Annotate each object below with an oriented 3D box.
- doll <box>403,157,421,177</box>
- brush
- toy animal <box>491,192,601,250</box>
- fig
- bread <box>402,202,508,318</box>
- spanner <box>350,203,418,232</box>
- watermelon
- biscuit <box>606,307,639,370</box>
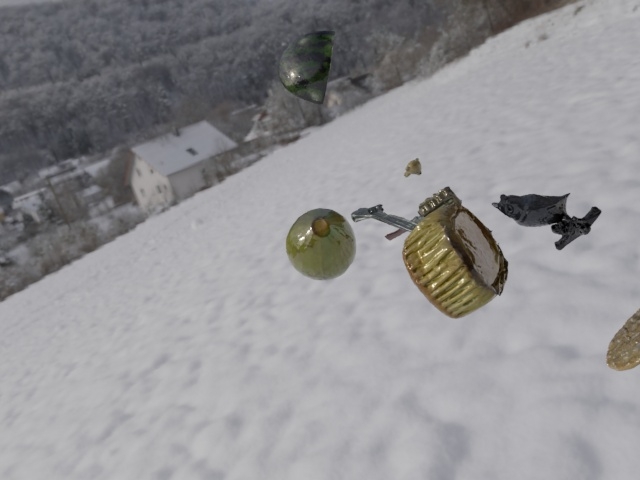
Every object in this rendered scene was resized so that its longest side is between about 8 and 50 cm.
[{"bbox_3d":[0.276,-0.220,2.017,0.061,0.051,0.093,-44,16,-9],"label":"doll"},{"bbox_3d":[0.322,-0.071,2.160,0.301,0.084,0.071,-34,24,37],"label":"brush"},{"bbox_3d":[0.488,-0.078,1.454,0.121,0.210,0.117,130,163,-68],"label":"toy animal"},{"bbox_3d":[0.000,0.000,2.152,0.240,0.239,0.271,-22,-28,-9],"label":"fig"},{"bbox_3d":[0.292,0.042,1.427,0.142,0.227,0.253,-43,-6,26],"label":"bread"},{"bbox_3d":[0.170,-0.057,1.744,0.093,0.026,0.325,-25,19,-16],"label":"spanner"},{"bbox_3d":[-0.024,-0.474,1.769,0.137,0.193,0.145,-30,-27,-30],"label":"watermelon"},{"bbox_3d":[0.724,0.207,1.491,0.219,0.033,0.220,-51,-2,-3],"label":"biscuit"}]
